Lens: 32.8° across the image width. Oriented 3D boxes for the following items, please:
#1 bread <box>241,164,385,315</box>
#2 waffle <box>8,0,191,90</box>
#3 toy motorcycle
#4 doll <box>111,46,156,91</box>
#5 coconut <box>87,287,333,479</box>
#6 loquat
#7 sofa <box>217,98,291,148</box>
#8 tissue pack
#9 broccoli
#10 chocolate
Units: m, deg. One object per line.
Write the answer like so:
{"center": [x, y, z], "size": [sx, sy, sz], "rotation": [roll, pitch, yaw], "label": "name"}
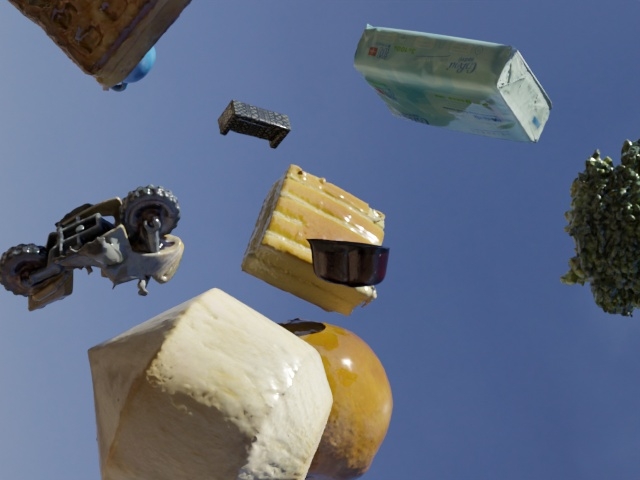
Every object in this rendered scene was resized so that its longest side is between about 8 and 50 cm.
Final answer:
{"center": [0.000, 0.000, 2.078], "size": [0.111, 0.246, 0.239], "rotation": [-52, -165, 44], "label": "bread"}
{"center": [-0.242, -0.364, 1.348], "size": [0.213, 0.091, 0.308], "rotation": [42, -85, 19], "label": "waffle"}
{"center": [-0.258, 0.023, 1.279], "size": [0.094, 0.229, 0.130], "rotation": [-110, 174, -46], "label": "toy motorcycle"}
{"center": [-0.363, -0.384, 1.634], "size": [0.145, 0.199, 0.363], "rotation": [-62, 144, -47], "label": "doll"}
{"center": [-0.155, 0.209, 1.375], "size": [0.329, 0.328, 0.329], "rotation": [12, -76, 63], "label": "coconut"}
{"center": [-0.032, 0.294, 1.955], "size": [0.328, 0.328, 0.328], "rotation": [12, -76, 63], "label": "loquat"}
{"center": [-0.117, -0.204, 1.915], "size": [0.060, 0.118, 0.039], "rotation": [-46, -136, 39], "label": "sofa"}
{"center": [0.194, -0.231, 1.623], "size": [0.263, 0.177, 0.089], "rotation": [19, -103, 37], "label": "tissue pack"}
{"center": [0.497, -0.028, 1.746], "size": [0.248, 0.288, 0.245], "rotation": [55, -11, 10], "label": "broccoli"}
{"center": [0.047, 0.041, 1.929], "size": [0.125, 0.148, 0.080], "rotation": [-19, 114, -85], "label": "chocolate"}
